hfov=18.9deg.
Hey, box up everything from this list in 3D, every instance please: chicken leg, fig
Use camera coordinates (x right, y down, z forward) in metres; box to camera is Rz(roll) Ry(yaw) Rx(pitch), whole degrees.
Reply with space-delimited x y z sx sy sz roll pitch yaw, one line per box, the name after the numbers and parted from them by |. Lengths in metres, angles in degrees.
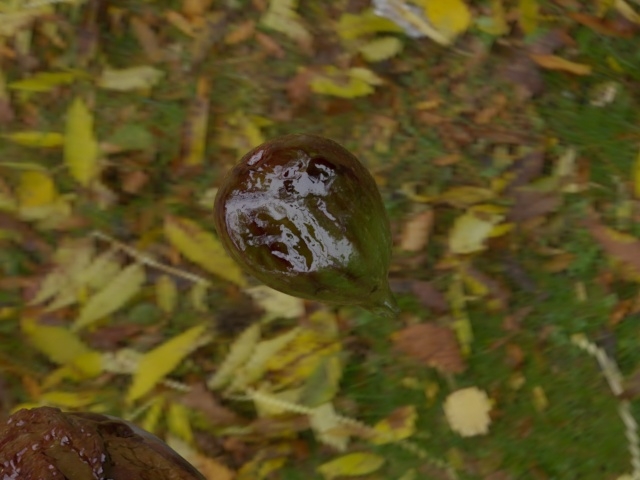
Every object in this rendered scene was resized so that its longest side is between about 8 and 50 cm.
-0.142 0.166 1.216 0.158 0.407 0.096 41 74 -10 | chicken leg
0.000 0.000 1.312 0.109 0.103 0.154 -20 115 34 | fig
